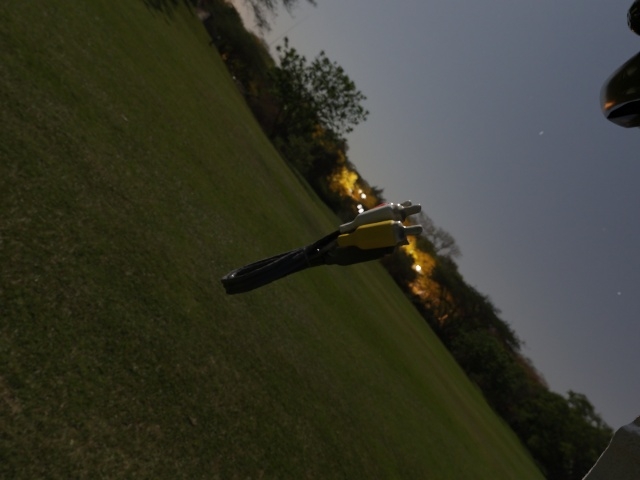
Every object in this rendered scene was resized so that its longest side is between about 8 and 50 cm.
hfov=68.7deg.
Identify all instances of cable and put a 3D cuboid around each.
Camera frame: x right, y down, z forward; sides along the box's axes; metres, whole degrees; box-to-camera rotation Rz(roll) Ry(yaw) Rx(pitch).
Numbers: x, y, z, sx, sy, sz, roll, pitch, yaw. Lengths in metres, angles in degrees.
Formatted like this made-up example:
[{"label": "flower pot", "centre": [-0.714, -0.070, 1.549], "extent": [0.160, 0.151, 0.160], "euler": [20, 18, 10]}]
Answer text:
[{"label": "cable", "centre": [0.000, 0.000, 0.660], "extent": [0.139, 0.287, 0.072], "euler": [-81, 158, -69]}]

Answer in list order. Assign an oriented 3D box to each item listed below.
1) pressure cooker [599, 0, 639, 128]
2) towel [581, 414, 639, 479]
[{"label": "pressure cooker", "centre": [0.597, -0.225, 0.592], "extent": [0.370, 0.420, 0.375], "euler": [58, 36, -44]}, {"label": "towel", "centre": [0.297, 0.250, 0.371], "extent": [0.049, 0.282, 0.187], "euler": [35, 3, -18]}]
